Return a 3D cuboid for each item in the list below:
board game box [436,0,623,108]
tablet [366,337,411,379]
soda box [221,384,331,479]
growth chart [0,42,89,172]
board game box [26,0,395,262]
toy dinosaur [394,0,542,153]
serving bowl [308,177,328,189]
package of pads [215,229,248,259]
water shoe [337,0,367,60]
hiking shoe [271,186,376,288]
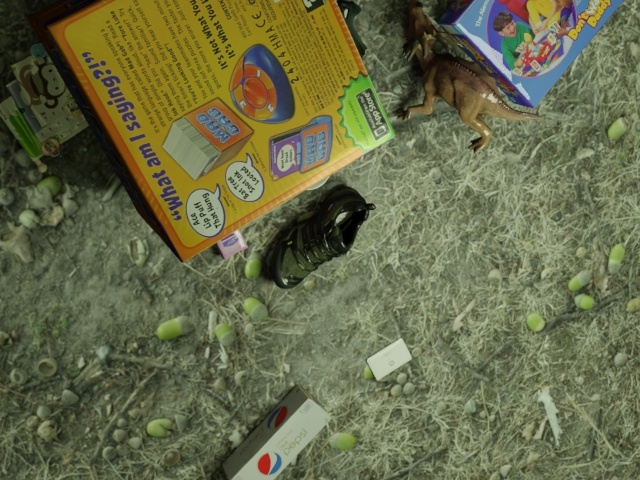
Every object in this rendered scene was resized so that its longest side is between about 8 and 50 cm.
[{"bbox_3d":[0.411,-0.452,1.737,0.233,0.078,0.347,40,89,-24],"label":"board game box"},{"bbox_3d":[0.136,0.234,1.869,0.083,0.006,0.054,-31,112,-8],"label":"tablet"},{"bbox_3d":[-0.084,0.380,1.796,0.216,0.074,0.069,-46,113,-2],"label":"soda box"},{"bbox_3d":[-0.416,-0.248,1.542,0.237,0.021,0.172,-40,114,-7],"label":"growth chart"},{"bbox_3d":[-0.173,-0.245,1.400,0.356,0.356,0.356,-31,113,-11],"label":"board game box"},{"bbox_3d":[0.242,-0.280,1.652,0.127,0.295,0.200,-48,157,-27],"label":"toy dinosaur"},{"bbox_3d":[-0.021,-0.134,1.700,0.083,0.027,0.083,-12,118,-23],"label":"serving bowl"},{"bbox_3d":[-0.168,-0.013,1.684,0.050,0.032,0.083,-29,112,-12],"label":"package of pads"},{"bbox_3d":[0.048,-0.314,1.654,0.080,0.073,0.203,-13,109,-18],"label":"water shoe"},{"bbox_3d":[0.000,0.000,1.700,0.086,0.114,0.227,41,89,-23],"label":"hiking shoe"}]
